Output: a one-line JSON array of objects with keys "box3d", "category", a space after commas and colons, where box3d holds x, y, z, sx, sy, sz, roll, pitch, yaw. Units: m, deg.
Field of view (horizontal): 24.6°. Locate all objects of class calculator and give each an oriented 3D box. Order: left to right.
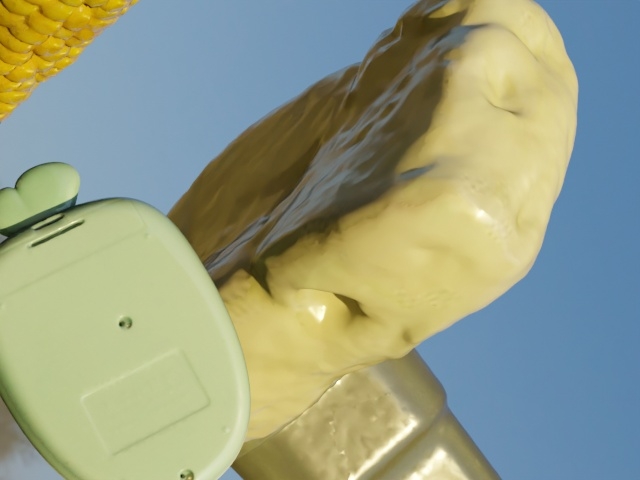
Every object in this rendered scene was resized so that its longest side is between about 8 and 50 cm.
[{"box3d": [-0.086, 0.034, 0.581, 0.153, 0.095, 0.021, 60, -17, 15], "category": "calculator"}]

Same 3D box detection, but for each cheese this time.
[{"box3d": [0.001, 0.001, 0.663, 0.093, 0.159, 0.263, 41, -46, -19], "category": "cheese"}]

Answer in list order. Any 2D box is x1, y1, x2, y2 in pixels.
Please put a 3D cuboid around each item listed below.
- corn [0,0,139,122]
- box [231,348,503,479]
[{"box3d": [-0.170, -0.107, 0.705, 0.313, 0.102, 0.102, -35, -108, 38], "category": "corn"}, {"box3d": [0.022, 0.126, 0.890, 0.178, 0.138, 0.274, 49, -6, -4], "category": "box"}]
